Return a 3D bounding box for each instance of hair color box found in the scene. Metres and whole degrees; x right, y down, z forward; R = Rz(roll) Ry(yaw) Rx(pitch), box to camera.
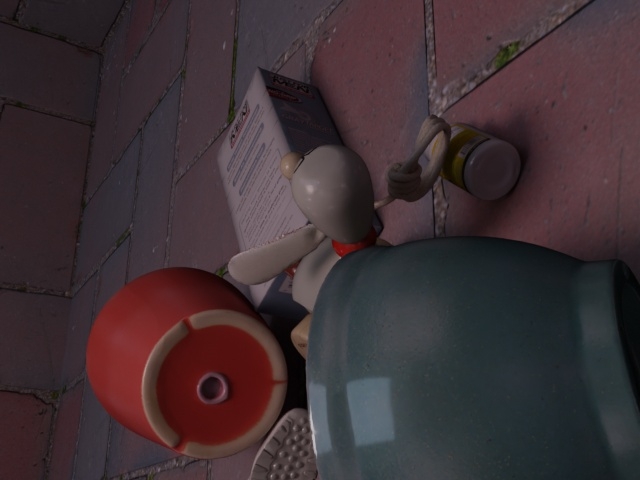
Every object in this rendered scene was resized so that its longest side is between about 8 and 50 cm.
[{"bbox_3d":[-0.048,-0.078,1.203,0.185,0.113,0.375,-60,32,30],"label":"hair color box"}]

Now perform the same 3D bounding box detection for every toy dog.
[{"bbox_3d":[0.000,0.000,0.867,0.161,0.220,0.334,30,136,24],"label":"toy dog"}]

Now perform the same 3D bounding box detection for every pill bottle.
[{"bbox_3d":[0.156,-0.090,0.866,0.116,0.065,0.065,46,119,59],"label":"pill bottle"}]

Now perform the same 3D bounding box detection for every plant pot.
[{"bbox_3d":[0.150,0.121,0.595,0.196,0.293,0.293,-18,59,29],"label":"plant pot"},{"bbox_3d":[-0.176,0.179,1.135,0.243,0.274,0.275,-172,94,-68],"label":"plant pot"}]

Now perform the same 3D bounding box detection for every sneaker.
[{"bbox_3d":[-0.068,0.329,1.102,0.095,0.090,0.235,-135,63,-71],"label":"sneaker"}]
